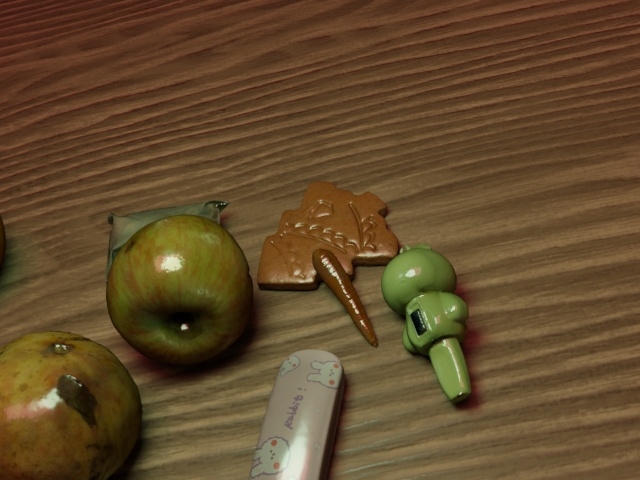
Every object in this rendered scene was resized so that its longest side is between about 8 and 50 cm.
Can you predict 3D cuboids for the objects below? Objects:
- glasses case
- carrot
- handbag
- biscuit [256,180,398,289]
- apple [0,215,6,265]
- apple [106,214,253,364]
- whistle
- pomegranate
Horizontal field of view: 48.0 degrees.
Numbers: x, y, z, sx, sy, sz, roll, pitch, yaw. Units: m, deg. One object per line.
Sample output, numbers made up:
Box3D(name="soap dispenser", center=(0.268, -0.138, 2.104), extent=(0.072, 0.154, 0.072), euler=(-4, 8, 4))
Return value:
Box3D(name="glasses case", center=(-0.035, 0.306, 1.146), extent=(0.113, 0.075, 0.296), euler=(1, 48, 17))
Box3D(name="carrot", center=(0.048, 0.103, 1.309), extent=(0.048, 0.048, 0.216), euler=(-28, 66, -11))
Box3D(name="handbag", center=(-0.321, -0.001, 1.469), extent=(0.271, 0.117, 0.182), euler=(-7, 56, 7))
Box3D(name="biscuit", center=(0.000, 0.000, 1.431), extent=(0.306, 0.043, 0.284), euler=(-36, 51, -17))
Box3D(name="apple", center=(-0.813, -0.012, 1.491), extent=(0.299, 0.298, 0.275), euler=(-28, 21, -11))
Box3D(name="apple", center=(-0.250, 0.079, 1.291), extent=(0.265, 0.264, 0.264), euler=(-7, 48, 8))
Box3D(name="whistle", center=(0.200, 0.132, 1.234), extent=(0.141, 0.141, 0.294), euler=(-23, 67, -6))
Box3D(name="pomegranate", center=(-0.433, 0.282, 1.147), extent=(0.282, 0.281, 0.281), euler=(-7, 48, 8))
